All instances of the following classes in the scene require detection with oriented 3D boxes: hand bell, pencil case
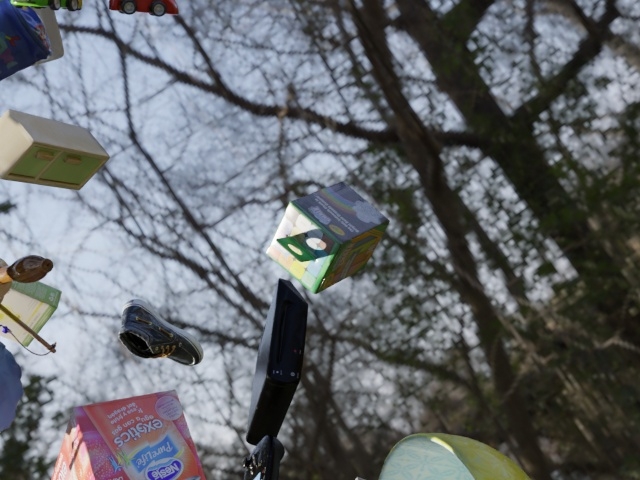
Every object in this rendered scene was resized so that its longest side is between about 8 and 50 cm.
[{"bbox_3d":[-0.455,0.050,1.520,0.242,0.126,0.126,-9,9,44],"label":"hand bell"},{"bbox_3d":[-0.525,-0.245,1.423,0.306,0.133,0.119,-27,27,-5],"label":"pencil case"}]

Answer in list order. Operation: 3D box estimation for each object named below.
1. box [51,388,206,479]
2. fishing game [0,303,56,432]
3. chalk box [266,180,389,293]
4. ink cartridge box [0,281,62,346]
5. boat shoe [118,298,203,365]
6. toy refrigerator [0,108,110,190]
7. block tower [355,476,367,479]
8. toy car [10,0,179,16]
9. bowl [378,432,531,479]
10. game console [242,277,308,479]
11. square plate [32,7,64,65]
[{"bbox_3d":[-0.269,0.349,1.404,0.142,0.154,0.300,-6,-35,-29],"label":"box"},{"bbox_3d":[-0.466,0.204,1.338,0.264,0.041,0.189,-56,-36,-12],"label":"fishing game"},{"bbox_3d":[0.000,0.000,1.925,0.213,0.132,0.132,-24,-31,-49],"label":"chalk box"},{"bbox_3d":[-0.693,0.121,2.227,0.171,0.235,0.056,-45,28,38],"label":"ink cartridge box"},{"bbox_3d":[-0.288,0.188,1.870,0.065,0.183,0.083,-34,30,28],"label":"boat shoe"},{"bbox_3d":[-0.524,-0.166,2.010,0.102,0.094,0.269,-44,-15,12],"label":"toy refrigerator"},{"bbox_3d":[0.037,0.578,1.881,0.335,0.091,0.097,-60,15,20],"label":"block tower"},{"bbox_3d":[-0.336,-0.338,1.420,0.239,0.053,0.225,7,12,17],"label":"toy car"},{"bbox_3d":[0.201,0.365,1.252,0.156,0.289,0.289,-3,-26,-27],"label":"bowl"},{"bbox_3d":[-0.062,0.237,1.155,0.044,0.361,0.213,9,-31,-6],"label":"game console"},{"bbox_3d":[-0.632,-0.421,1.751,0.344,0.049,0.347,-19,-47,-18],"label":"square plate"}]
